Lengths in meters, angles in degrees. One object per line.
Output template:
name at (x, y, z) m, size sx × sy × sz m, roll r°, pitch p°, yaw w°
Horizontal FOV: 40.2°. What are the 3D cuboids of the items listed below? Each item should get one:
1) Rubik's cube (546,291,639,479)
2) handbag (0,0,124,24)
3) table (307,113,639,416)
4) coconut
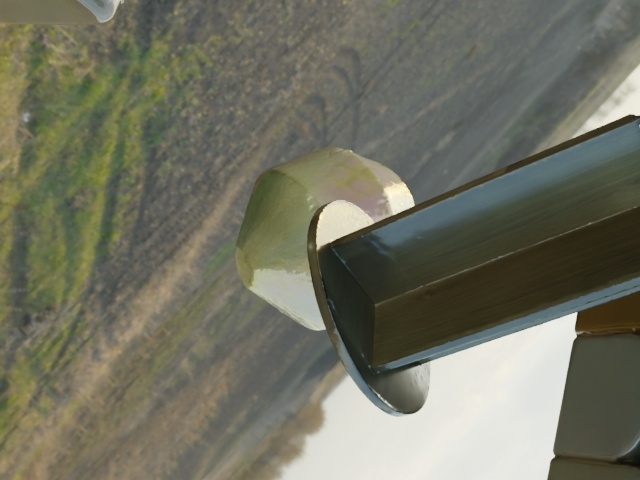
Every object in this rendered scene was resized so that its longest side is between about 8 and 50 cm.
Rubik's cube at (0.431, 0.173, 0.709) m, size 0.347 × 0.347 × 0.344 m, roll -17°, pitch -127°, yaw 64°
handbag at (-0.458, -0.445, 1.300) m, size 0.283 × 0.302 × 0.149 m, roll 45°, pitch 61°, yaw -55°
table at (0.131, 0.009, 0.598) m, size 0.227 × 0.167 × 0.167 m, roll -23°, pitch -176°, yaw 23°
coconut at (0.000, 0.000, 1.220) m, size 0.259 × 0.259 × 0.259 m, roll -47°, pitch 173°, yaw -7°
